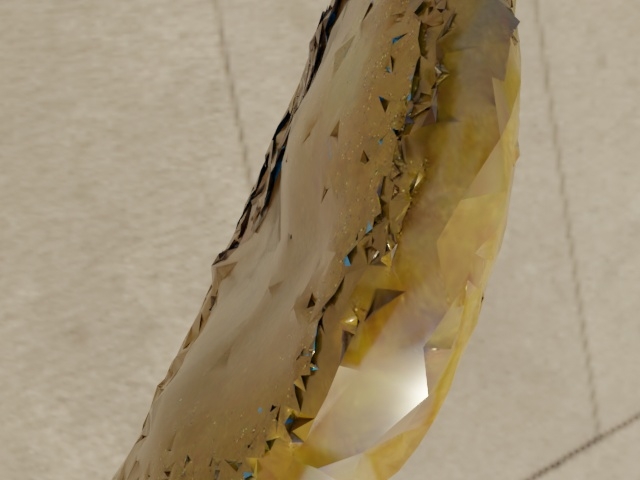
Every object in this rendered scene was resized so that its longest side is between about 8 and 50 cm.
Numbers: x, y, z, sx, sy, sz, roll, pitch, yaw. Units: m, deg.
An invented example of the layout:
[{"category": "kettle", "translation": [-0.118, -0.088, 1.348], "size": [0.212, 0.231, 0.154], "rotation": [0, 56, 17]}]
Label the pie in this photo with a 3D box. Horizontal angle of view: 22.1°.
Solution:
[{"category": "pie", "translation": [0.001, 0.001, 0.582], "size": [0.069, 0.273, 0.273], "rotation": [25, 76, -13]}]
